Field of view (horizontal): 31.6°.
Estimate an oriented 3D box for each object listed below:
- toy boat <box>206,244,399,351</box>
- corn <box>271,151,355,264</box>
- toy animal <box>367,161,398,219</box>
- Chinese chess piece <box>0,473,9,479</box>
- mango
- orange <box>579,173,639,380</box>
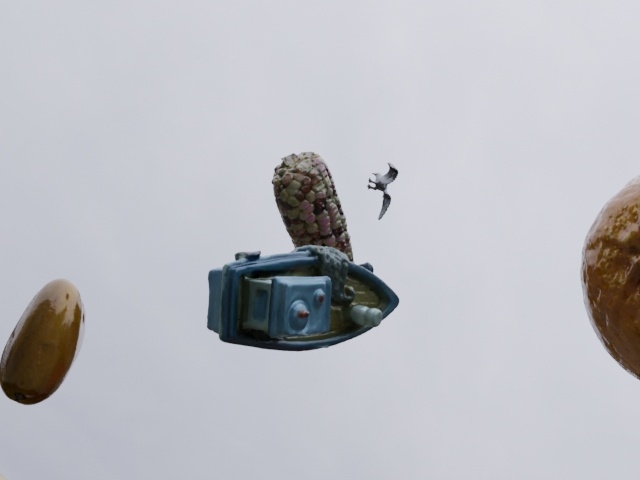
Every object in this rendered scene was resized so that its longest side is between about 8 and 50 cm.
[{"bbox_3d":[-0.004,0.060,1.144,0.098,0.109,0.238,4,2,39],"label":"toy boat"},{"bbox_3d":[0.000,0.000,1.682,0.092,0.092,0.280,-2,-62,32],"label":"corn"},{"bbox_3d":[0.074,-0.071,1.425,0.050,0.028,0.084,47,-41,35],"label":"toy animal"},{"bbox_3d":[-0.376,0.334,1.091,0.338,0.140,0.338,19,-49,23],"label":"Chinese chess piece"},{"bbox_3d":[-0.241,0.089,0.992,0.060,0.114,0.080,26,-10,-7],"label":"mango"},{"bbox_3d":[0.522,0.049,1.577,0.293,0.341,0.340,17,-26,-40],"label":"orange"}]
